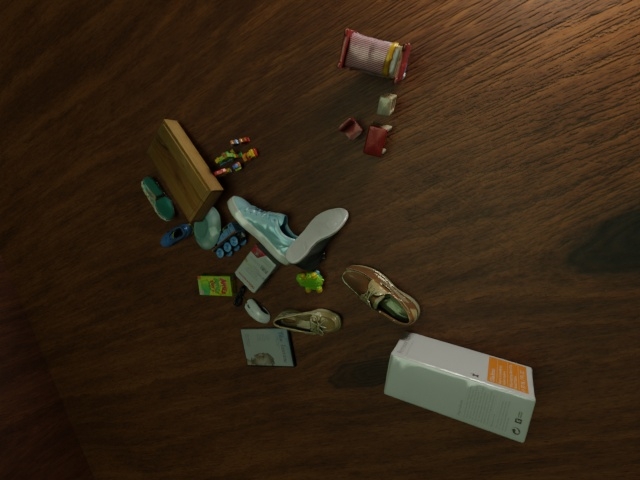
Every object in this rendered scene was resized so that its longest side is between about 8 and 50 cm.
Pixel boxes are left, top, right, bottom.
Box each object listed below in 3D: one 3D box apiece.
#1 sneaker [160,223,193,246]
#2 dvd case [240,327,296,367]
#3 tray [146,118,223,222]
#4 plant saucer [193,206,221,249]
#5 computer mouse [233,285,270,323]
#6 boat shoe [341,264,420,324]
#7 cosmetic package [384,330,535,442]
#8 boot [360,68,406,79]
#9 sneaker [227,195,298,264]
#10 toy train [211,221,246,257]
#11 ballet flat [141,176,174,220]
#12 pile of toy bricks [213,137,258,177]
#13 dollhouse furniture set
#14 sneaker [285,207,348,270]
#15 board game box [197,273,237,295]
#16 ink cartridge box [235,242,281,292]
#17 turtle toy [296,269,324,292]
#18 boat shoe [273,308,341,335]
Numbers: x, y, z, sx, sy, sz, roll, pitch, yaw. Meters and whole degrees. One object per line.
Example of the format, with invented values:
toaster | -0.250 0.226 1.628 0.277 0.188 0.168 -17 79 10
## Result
sneaker | -0.683 -0.021 1.950 0.209 0.082 0.069 -24 92 27
dvd case | -0.234 0.476 1.880 0.253 0.022 0.180 -7 97 25
tray | -0.591 -0.299 1.810 0.203 0.076 0.411 -46 70 31
plant saucer | -0.510 -0.057 1.853 0.195 0.037 0.195 -4 83 40
computer mouse | -0.303 0.296 1.863 0.193 0.042 0.106 38 112 13
boat shoe | 0.220 0.202 1.569 0.324 0.120 0.123 30 111 16
cosmetic package | 0.473 0.482 1.453 0.453 0.230 0.162 13 105 21
boot | 0.206 -0.614 1.450 0.190 0.069 0.086 16 102 11
sneaker | -0.209 -0.076 1.711 0.366 0.135 0.150 43 106 1
toy train | -0.399 0.000 1.832 0.184 0.080 0.105 -36 76 28
ballet flat | -0.752 -0.186 1.959 0.241 0.091 0.077 60 146 8
pile of toy bricks | -0.373 -0.343 1.734 0.212 0.105 0.118 -23 90 26
dollhouse furniture set | 0.152 -0.475 1.395 0.201 0.152 0.374 17 118 10
sneaker | 0.000 0.000 1.647 0.296 0.147 0.104 -43 61 -6
board game box | -0.470 0.200 1.919 0.181 0.043 0.092 -1 99 24
ink cartridge box | -0.262 0.114 1.792 0.127 0.072 0.175 44 114 10
turtle toy | -0.043 0.158 1.706 0.130 0.066 0.095 -3 123 27
boat shoe | -0.054 0.341 1.735 0.285 0.089 0.105 -4 98 24
